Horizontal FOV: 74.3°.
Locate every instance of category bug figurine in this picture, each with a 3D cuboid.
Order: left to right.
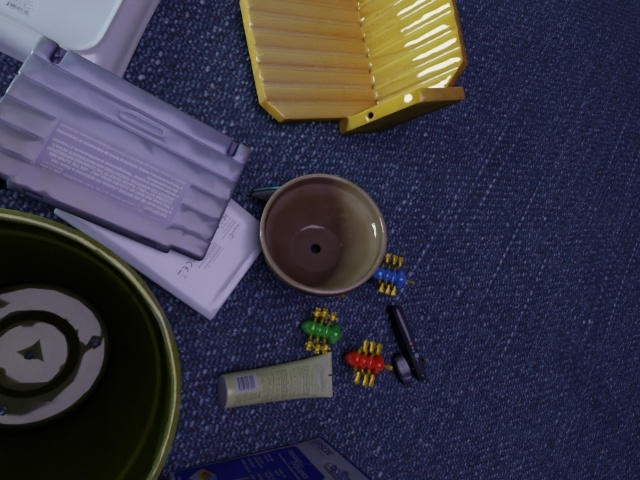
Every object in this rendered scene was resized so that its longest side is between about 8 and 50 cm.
[{"bbox_3d":[0.078,0.152,0.903,0.216,0.072,0.279,20,78,-12],"label":"bug figurine"}]

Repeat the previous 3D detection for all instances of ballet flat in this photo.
[{"bbox_3d":[-0.037,-0.090,0.878,0.213,0.072,0.068,-13,99,-26],"label":"ballet flat"}]

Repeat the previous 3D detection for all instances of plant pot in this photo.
[{"bbox_3d":[-0.387,0.164,0.522,0.367,0.353,0.366,2,84,-26],"label":"plant pot"},{"bbox_3d":[0.000,0.000,0.816,0.237,0.109,0.237,3,69,-9],"label":"plant pot"}]

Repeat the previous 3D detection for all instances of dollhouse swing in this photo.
[{"bbox_3d":[0.065,-0.420,0.852,0.305,0.315,0.346,-10,90,-47],"label":"dollhouse swing"}]

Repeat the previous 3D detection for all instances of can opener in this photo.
[{"bbox_3d":[0.196,0.235,0.963,0.073,0.059,0.186,-16,92,-26],"label":"can opener"}]

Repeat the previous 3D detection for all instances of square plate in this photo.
[{"bbox_3d":[-0.466,-0.467,0.717,0.347,0.049,0.344,24,74,-22],"label":"square plate"}]

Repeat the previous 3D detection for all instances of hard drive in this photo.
[{"bbox_3d":[-0.261,-0.028,0.756,0.307,0.040,0.203,40,70,-17],"label":"hard drive"}]

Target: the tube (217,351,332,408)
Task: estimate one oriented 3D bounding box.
[{"bbox_3d":[-0.078,0.280,0.830,0.240,0.062,0.070,1,124,-30],"label":"tube"}]

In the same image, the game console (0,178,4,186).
[{"bbox_3d":[-0.663,-0.078,0.585,0.361,0.044,0.213,-25,96,-26],"label":"game console"}]

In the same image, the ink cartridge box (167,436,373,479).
[{"bbox_3d":[-0.069,0.432,0.678,0.307,0.304,0.072,1,87,-25],"label":"ink cartridge box"}]

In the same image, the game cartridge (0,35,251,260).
[{"bbox_3d":[-0.316,-0.131,0.685,0.355,0.068,0.230,27,79,-22],"label":"game cartridge"}]
